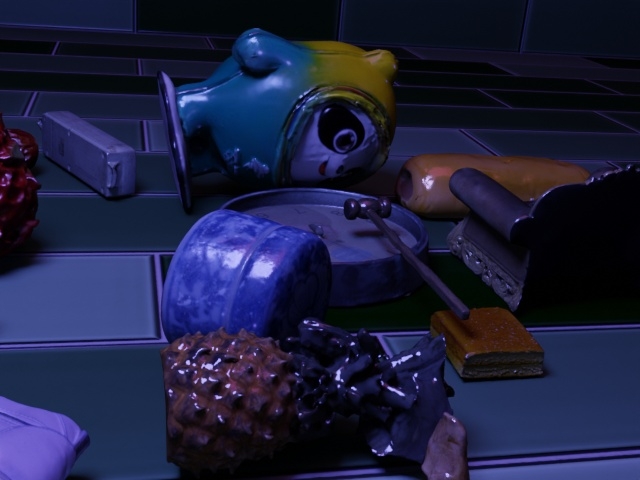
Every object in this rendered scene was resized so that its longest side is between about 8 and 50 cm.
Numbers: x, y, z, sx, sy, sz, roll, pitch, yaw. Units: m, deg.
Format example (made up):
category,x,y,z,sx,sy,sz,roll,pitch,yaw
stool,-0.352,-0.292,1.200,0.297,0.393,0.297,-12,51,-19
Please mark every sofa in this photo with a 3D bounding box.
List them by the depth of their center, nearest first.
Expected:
category,x,y,z,sx,sy,sz,roll,pitch,yaw
sofa,0.303,-0.034,1.014,0.258,0.182,0.200,-1,22,-16

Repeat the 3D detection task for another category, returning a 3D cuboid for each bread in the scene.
category,x,y,z,sx,sy,sz,roll,pitch,yaw
bread,0.167,0.103,0.837,0.090,0.035,0.094,-1,23,-13
bread,0.271,-0.084,1.263,0.305,0.091,0.142,2,17,-10

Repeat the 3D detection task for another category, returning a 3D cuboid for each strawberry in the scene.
category,x,y,z,sx,sy,sz,roll,pitch,yaw
strawberry,-0.450,-0.040,0.912,0.244,0.205,0.205,-38,43,-29

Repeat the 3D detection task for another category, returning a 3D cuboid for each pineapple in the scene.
category,x,y,z,sx,sy,sz,roll,pitch,yaw
pineapple,-0.004,0.121,0.654,0.237,0.119,0.111,-4,23,-11

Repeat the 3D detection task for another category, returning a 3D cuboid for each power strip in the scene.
category,x,y,z,sx,sy,sz,roll,pitch,yaw
power strip,-0.356,-0.135,1.257,0.052,0.078,0.272,-11,27,-38

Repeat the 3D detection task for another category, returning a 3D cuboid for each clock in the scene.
category,x,y,z,sx,sy,sz,roll,pitch,yaw
clock,0.000,0.000,1.033,0.281,0.055,0.280,4,21,-2

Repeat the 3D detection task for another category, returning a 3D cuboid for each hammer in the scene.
category,x,y,z,sx,sy,sz,roll,pitch,yaw
hammer,0.099,0.014,0.916,0.058,0.029,0.292,-5,25,-17

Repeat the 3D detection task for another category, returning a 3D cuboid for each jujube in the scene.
category,x,y,z,sx,sy,sz,roll,pitch,yaw
jujube,-0.476,-0.122,1.207,0.077,0.077,0.129,18,27,30

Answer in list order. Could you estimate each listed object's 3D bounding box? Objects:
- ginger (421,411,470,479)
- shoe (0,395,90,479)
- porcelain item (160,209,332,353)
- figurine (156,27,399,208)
category,x,y,z,sx,sy,sz,roll,pitch,yaw
ginger,0.024,0.199,0.518,0.089,0.075,0.288,-6,14,44
shoe,-0.287,0.142,0.573,0.245,0.095,0.137,15,20,15
porcelain item,-0.061,0.053,0.764,0.114,0.147,0.147,17,24,22
figurine,-0.052,-0.175,1.185,0.340,0.323,0.231,-10,54,-12
